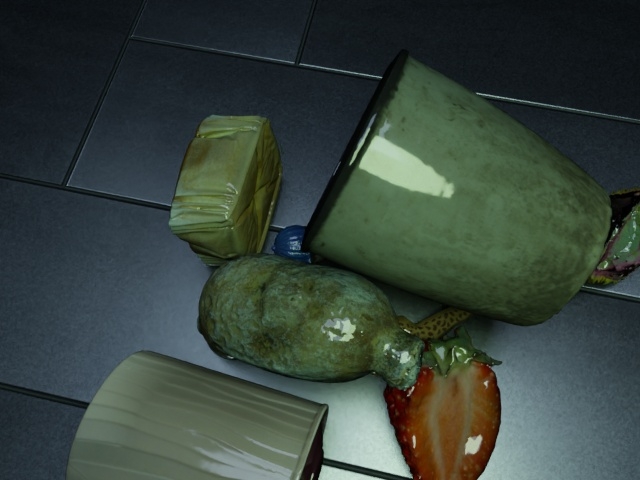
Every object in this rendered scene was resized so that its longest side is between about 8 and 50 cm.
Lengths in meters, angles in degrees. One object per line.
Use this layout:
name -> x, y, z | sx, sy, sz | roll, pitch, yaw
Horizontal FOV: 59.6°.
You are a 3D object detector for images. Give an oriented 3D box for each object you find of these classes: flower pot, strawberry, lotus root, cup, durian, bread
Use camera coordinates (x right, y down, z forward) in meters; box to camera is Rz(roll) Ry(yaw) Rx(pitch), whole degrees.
flower pot -> 0.176, -0.044, 0.747 | 0.330, 0.293, 0.293 | 28, 71, -1
strawberry -> 0.172, 0.246, 0.768 | 0.175, 0.098, 0.228 | -14, 92, -23
lotus root -> -0.027, 0.101, 0.734 | 0.350, 0.175, 0.174 | 6, 65, 34
cup -> -0.146, 0.299, 0.714 | 0.273, 0.288, 0.208 | 17, 33, 9
durian -> 0.442, 0.010, 0.869 | 0.108, 0.119, 0.186 | 42, 85, -23
bread -> -0.139, -0.072, 0.846 | 0.110, 0.192, 0.209 | 10, 70, 12

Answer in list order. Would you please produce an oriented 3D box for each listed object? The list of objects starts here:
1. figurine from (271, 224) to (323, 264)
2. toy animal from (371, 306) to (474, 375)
figurine -> 0.000, 0.000, 0.878 | 0.149, 0.087, 0.086 | -31, 33, -12
toy animal -> 0.125, 0.126, 0.835 | 0.276, 0.054, 0.149 | -1, 65, 2
